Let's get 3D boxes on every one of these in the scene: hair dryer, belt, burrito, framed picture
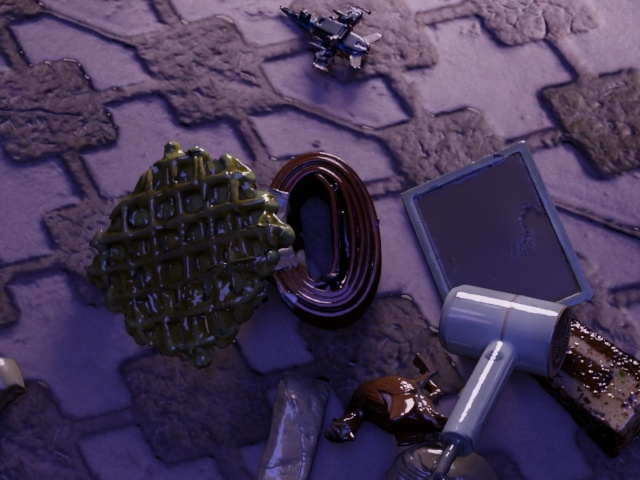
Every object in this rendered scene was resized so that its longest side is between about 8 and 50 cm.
[{"bbox_3d":[0.208,0.200,1.559,0.173,0.108,0.357,10,40,26],"label":"hair dryer"},{"bbox_3d":[0.000,0.000,1.736,0.184,0.105,0.262,-3,72,2],"label":"belt"},{"bbox_3d":[-0.054,0.324,1.648,0.082,0.059,0.275,19,72,-8],"label":"burrito"},{"bbox_3d":[0.265,0.006,1.748,0.216,0.016,0.273,-23,71,11],"label":"framed picture"}]

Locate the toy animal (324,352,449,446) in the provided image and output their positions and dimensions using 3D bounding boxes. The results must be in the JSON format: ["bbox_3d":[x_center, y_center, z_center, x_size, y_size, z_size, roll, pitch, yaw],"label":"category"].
[{"bbox_3d":[0.106,0.249,1.627,0.179,0.089,0.188,-33,29,-21],"label":"toy animal"}]

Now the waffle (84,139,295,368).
[{"bbox_3d":[-0.201,0.017,1.698,0.297,0.073,0.317,38,98,23],"label":"waffle"}]

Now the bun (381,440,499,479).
[{"bbox_3d":[0.177,0.357,1.602,0.166,0.113,0.173,-30,88,30],"label":"bun"}]

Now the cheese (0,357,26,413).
[{"bbox_3d":[-0.536,0.294,1.659,0.163,0.082,0.287,12,74,6],"label":"cheese"}]

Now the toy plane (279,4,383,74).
[{"bbox_3d":[0.006,-0.348,1.877,0.188,0.062,0.135,34,76,12],"label":"toy plane"}]

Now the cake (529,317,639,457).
[{"bbox_3d":[0.381,0.184,1.649,0.112,0.135,0.246,-41,75,-11],"label":"cake"}]
